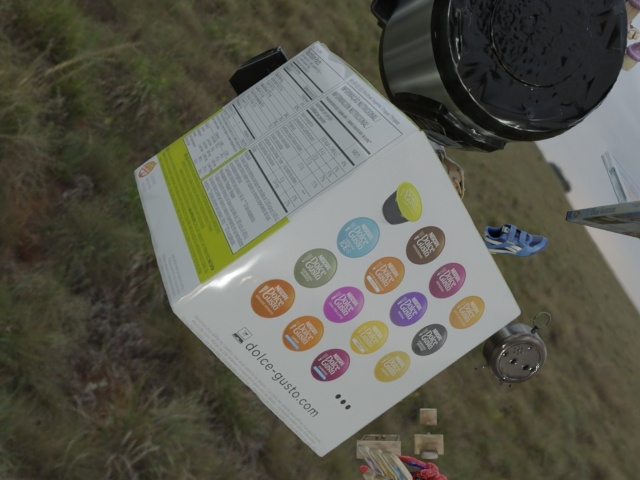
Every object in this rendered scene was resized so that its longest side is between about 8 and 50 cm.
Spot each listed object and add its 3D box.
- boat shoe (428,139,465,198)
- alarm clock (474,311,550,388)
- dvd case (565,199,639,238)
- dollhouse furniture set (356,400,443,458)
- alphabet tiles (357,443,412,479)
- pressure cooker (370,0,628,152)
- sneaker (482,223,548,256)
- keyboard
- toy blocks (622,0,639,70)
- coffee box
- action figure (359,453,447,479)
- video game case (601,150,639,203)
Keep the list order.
[{"bbox_3d":[0.244,-0.125,1.473,0.341,0.110,0.122,-100,-178,-46],"label":"boat shoe"},{"bbox_3d":[0.432,0.232,1.547,0.129,0.192,0.064,28,15,-19],"label":"alarm clock"},{"bbox_3d":[0.560,-0.031,1.215,0.180,0.022,0.253,12,-4,-8],"label":"dvd case"},{"bbox_3d":[0.179,0.400,1.943,0.174,0.303,0.356,49,41,-78],"label":"dollhouse furniture set"},{"bbox_3d":[0.173,0.497,1.319,0.278,0.021,0.284,55,-22,-4],"label":"alphabet tiles"},{"bbox_3d":[0.313,-0.359,1.355,0.420,0.375,0.370,-155,-130,-74],"label":"pressure cooker"},{"bbox_3d":[0.425,-0.003,1.577,0.053,0.144,0.059,-61,144,-48],"label":"sneaker"},{"bbox_3d":[-0.006,-0.201,1.269,0.317,0.201,0.033,57,32,-30],"label":"keyboard"},{"bbox_3d":[0.765,-0.635,1.833,0.308,0.260,0.289,12,54,-16],"label":"toy blocks"},{"bbox_3d":[0.000,0.000,0.968,0.338,0.334,0.338,54,2,-36],"label":"coffee box"},{"bbox_3d":[0.151,0.518,1.564,0.139,0.280,0.092,28,59,-27],"label":"action figure"},{"bbox_3d":[0.695,-0.054,1.545,0.204,0.025,0.285,43,31,-20],"label":"video game case"}]
